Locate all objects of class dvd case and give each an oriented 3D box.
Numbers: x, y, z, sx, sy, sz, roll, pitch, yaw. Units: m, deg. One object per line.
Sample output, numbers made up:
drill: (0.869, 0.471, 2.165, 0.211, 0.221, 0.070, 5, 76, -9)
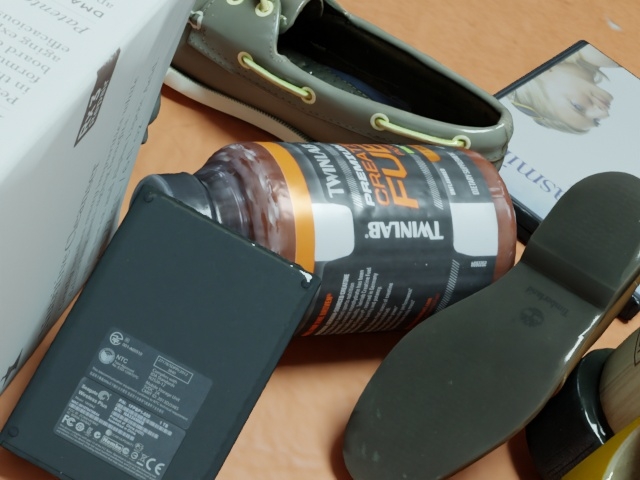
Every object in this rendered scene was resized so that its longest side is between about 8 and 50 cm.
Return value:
dvd case: (0.203, -0.056, 0.924, 0.180, 0.022, 0.253, 40, 41, 15)

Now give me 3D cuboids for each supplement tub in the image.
supplement tub: (0.000, 0.000, 0.684, 0.197, 0.106, 0.106, -2, 47, -31)

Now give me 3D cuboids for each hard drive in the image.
hard drive: (-0.072, 0.054, 0.584, 0.094, 0.022, 0.135, 28, 81, 2)

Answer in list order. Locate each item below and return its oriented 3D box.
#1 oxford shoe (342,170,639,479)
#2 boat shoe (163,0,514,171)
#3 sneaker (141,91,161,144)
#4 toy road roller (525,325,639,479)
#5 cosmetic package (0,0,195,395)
oxford shoe: (0.101, 0.060, 0.666, 0.212, 0.076, 0.076, -41, 62, -11)
boat shoe: (-0.017, -0.119, 0.815, 0.305, 0.091, 0.109, 34, 39, 9)
sneaker: (-0.195, -0.163, 0.733, 0.276, 0.135, 0.097, 39, 39, 13)
toy road roller: (0.229, 0.153, 0.577, 0.240, 0.202, 0.329, 36, 37, -4)
cosmetic package: (-0.197, 0.009, 0.482, 0.156, 0.217, 0.385, 26, 41, -1)
